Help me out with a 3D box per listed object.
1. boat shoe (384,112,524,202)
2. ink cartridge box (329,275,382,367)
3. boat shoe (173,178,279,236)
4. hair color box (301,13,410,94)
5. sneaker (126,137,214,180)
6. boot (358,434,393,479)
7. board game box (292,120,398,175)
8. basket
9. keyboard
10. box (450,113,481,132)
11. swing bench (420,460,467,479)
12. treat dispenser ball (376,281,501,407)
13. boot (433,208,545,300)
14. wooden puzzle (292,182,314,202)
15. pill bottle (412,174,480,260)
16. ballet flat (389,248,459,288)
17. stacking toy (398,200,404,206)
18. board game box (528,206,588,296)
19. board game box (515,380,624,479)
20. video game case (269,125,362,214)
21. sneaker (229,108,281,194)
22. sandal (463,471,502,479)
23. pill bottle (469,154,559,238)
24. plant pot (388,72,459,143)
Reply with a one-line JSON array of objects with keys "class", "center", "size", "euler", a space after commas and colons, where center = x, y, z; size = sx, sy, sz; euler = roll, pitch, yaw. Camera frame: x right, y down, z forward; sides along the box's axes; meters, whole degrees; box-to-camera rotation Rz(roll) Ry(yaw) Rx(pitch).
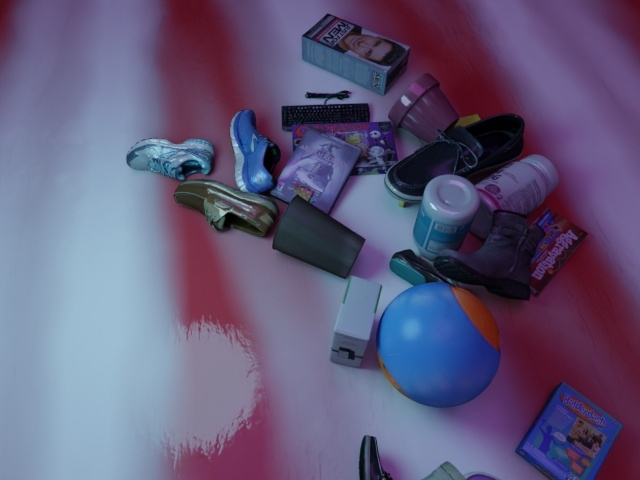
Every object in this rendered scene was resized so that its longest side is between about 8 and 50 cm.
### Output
[{"class": "boat shoe", "center": [0.419, -0.265, 1.530], "size": [0.499, 0.156, 0.187], "euler": [-22, 59, -13]}, {"class": "ink cartridge box", "center": [0.085, 0.209, 1.242], "size": [0.086, 0.208, 0.153], "euler": [15, 59, 6]}, {"class": "boat shoe", "center": [-0.290, -0.093, 1.490], "size": [0.323, 0.123, 0.120], "euler": [12, 61, 9]}, {"class": "hair color box", "center": [0.131, -0.716, 1.898], "size": [0.374, 0.114, 0.185], "euler": [30, 61, 17]}, {"class": "sneaker", "center": [-0.485, -0.256, 1.602], "size": [0.282, 0.110, 0.122], "euler": [-7, 61, -4]}, {"class": "boot", "center": [0.180, 0.551, 1.093], "size": [0.178, 0.085, 0.237], "euler": [-2, 64, -4]}, {"class": "board game box", "center": [0.078, -0.309, 1.676], "size": [0.346, 0.056, 0.208], "euler": [-3, 53, -2]}, {"class": "basket", "center": [0.000, 0.000, 1.400], "size": [0.226, 0.204, 0.154], "euler": [27, 57, 6]}, {"class": "keyboard", "center": [0.017, -0.475, 1.791], "size": [0.316, 0.033, 0.202], "euler": [-2, 57, -3]}, {"class": "box", "center": [0.524, -0.350, 1.703], "size": [0.108, 0.042, 0.178], "euler": [-14, 59, -8]}, {"class": "swing bench", "center": [0.224, 0.613, 0.945], "size": [0.253, 0.165, 0.255], "euler": [-30, 84, -9]}, {"class": "treat dispenser ball", "center": [0.274, 0.243, 1.171], "size": [0.287, 0.288, 0.289], "euler": [0, 57, 0]}, {"class": "boot", "center": [0.450, 0.016, 1.325], "size": [0.337, 0.118, 0.223], "euler": [20, 80, -31]}, {"class": "wooden puzzle", "center": [-0.054, -0.144, 1.538], "size": [0.083, 0.006, 0.049], "euler": [27, 73, 8]}, {"class": "pill bottle", "center": [0.337, -0.048, 1.375], "size": [0.146, 0.264, 0.146], "euler": [1, 57, -1]}, {"class": "ballet flat", "center": [0.318, 0.115, 1.375], "size": [0.096, 0.095, 0.280], "euler": [-30, 61, -32]}, {"class": "stacking toy", "center": [0.363, -0.165, 1.577], "size": [0.166, 0.052, 0.221], "euler": [23, 59, 14]}, {"class": "board game box", "center": [0.655, 0.028, 1.468], "size": [0.145, 0.027, 0.281], "euler": [40, 65, 21]}, {"class": "board game box", "center": [0.586, 0.466, 1.170], "size": [0.160, 0.047, 0.210], "euler": [37, 65, 22]}, {"class": "video game case", "center": [-0.011, -0.218, 1.582], "size": [0.195, 0.026, 0.274], "euler": [26, 73, 8]}, {"class": "sneaker", "center": [-0.198, -0.287, 1.597], "size": [0.147, 0.130, 0.330], "euler": [-17, 65, 11]}, {"class": "sandal", "center": [0.484, 0.623, 1.035], "size": [0.415, 0.102, 0.170], "euler": [18, 59, 11]}, {"class": "pill bottle", "center": [0.568, -0.138, 1.496], "size": [0.283, 0.160, 0.160], "euler": [-31, 62, -19]}, {"class": "plant pot", "center": [0.359, -0.427, 1.677], "size": [0.201, 0.201, 0.180], "euler": [-40, 82, -23]}]
